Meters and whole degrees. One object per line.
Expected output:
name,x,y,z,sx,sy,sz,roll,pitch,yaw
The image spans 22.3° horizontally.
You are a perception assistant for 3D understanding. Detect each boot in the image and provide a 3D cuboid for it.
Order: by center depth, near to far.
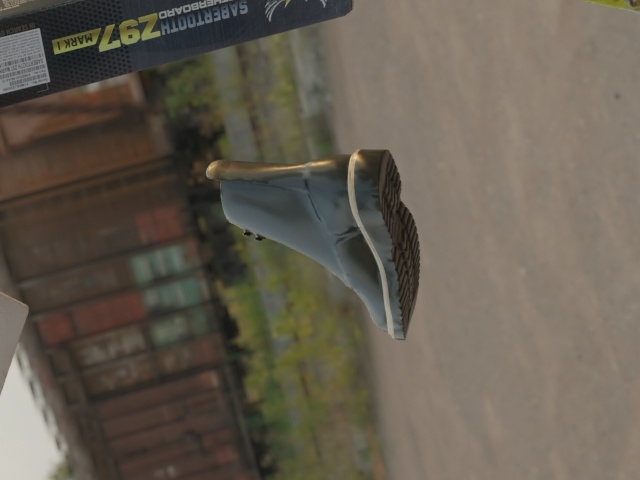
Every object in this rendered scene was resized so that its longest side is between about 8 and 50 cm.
boot,0.000,0.000,1.266,0.198,0.137,0.077,75,-158,-44

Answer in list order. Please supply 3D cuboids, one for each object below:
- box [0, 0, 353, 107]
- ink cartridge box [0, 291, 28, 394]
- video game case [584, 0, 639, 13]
box,-0.121,-0.166,0.942,0.183,0.233,0.059,-124,23,-48
ink cartridge box,-0.382,0.043,1.171,0.278,0.201,0.117,35,-114,-49
video game case,0.297,-0.327,1.433,0.275,0.248,0.035,-57,45,31
